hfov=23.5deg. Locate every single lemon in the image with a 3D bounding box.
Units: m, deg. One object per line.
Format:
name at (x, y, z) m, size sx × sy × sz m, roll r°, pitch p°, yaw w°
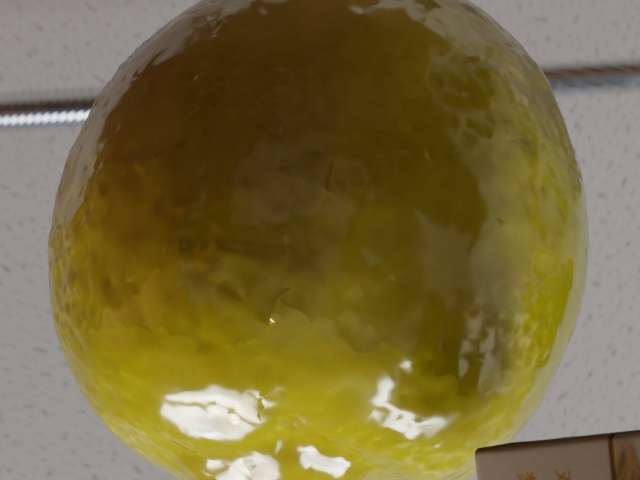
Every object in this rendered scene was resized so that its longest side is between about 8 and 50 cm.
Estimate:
lemon at (0.000, 0.000, 0.934) m, size 0.348 × 0.348 × 0.348 m, roll -1°, pitch -104°, yaw 6°

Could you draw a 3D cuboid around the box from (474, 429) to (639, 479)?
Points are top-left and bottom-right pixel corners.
box at (0.184, 0.155, 0.703) m, size 0.233 × 0.067 × 0.149 m, roll -14°, pitch -99°, yaw 45°
